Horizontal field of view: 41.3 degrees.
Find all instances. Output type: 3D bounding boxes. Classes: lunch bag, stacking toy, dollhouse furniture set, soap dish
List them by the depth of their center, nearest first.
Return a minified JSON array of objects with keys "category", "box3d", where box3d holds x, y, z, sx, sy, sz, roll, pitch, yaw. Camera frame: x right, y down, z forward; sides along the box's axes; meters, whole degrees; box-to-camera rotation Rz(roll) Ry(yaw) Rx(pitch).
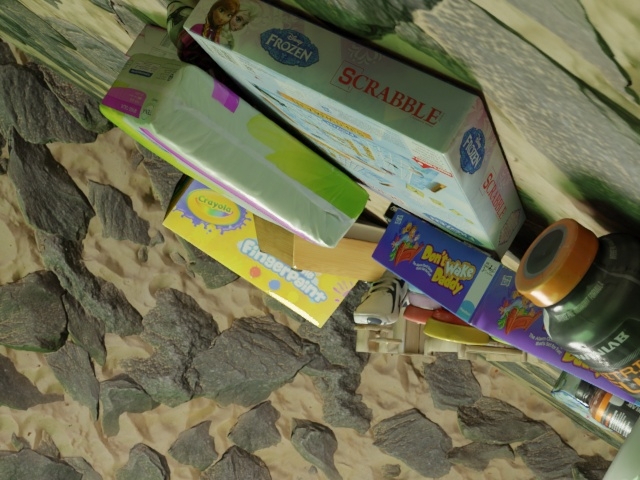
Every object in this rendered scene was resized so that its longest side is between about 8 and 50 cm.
[{"category":"stacking toy","box3d":[0.316,0.119,1.655,0.279,0.130,0.309,8,-177,-11]},{"category":"soap dish","box3d":[0.000,0.000,1.770,0.228,0.118,0.291,10,-174,-22]},{"category":"lunch bag","box3d":[0.594,0.340,1.815,0.176,0.090,0.219,33,175,13]},{"category":"dollhouse furniture set","box3d":[0.298,0.183,1.956,0.303,0.174,0.355,8,170,-29]}]

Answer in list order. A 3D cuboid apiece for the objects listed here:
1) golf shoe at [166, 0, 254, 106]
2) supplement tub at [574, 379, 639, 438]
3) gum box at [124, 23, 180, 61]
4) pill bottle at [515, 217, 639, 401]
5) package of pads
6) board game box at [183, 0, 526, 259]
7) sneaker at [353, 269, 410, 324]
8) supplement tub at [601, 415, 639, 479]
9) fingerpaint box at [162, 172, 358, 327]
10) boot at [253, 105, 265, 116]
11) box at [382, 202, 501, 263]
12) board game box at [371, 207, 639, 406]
[{"category":"golf shoe","box3d":[-0.123,-0.233,1.059,0.186,0.067,0.086,39,-160,-58]},{"category":"supplement tub","box3d":[0.575,0.313,1.572,0.198,0.106,0.106,30,174,29]},{"category":"gum box","box3d":[-0.196,-0.253,1.263,0.188,0.062,0.107,29,174,47]},{"category":"pill bottle","box3d":[0.311,0.079,0.829,0.245,0.130,0.130,34,175,-9]},{"category":"package of pads","box3d":[-0.114,-0.112,1.064,0.296,0.101,0.229,34,176,-32]},{"category":"board game box","box3d":[0.052,-0.120,0.919,0.318,0.066,0.318,31,175,26]},{"category":"sneaker","box3d":[0.136,0.080,1.765,0.094,0.153,0.235,2,-168,36]},{"category":"supplement tub","box3d":[0.509,0.285,0.948,0.324,0.235,0.235,31,175,24]},{"category":"fingerpaint box","box3d":[-0.146,-0.026,2.070,0.444,0.163,0.371,34,-169,-14]},{"category":"boot","box3d":[-0.059,-0.151,1.360,0.198,0.077,0.137,34,-179,10]},{"category":"box","box3d":[0.207,0.013,1.388,0.190,0.045,0.184,31,177,23]},{"category":"board game box","box3d":[0.265,0.089,1.116,0.347,0.078,0.233,26,-175,-32]}]
